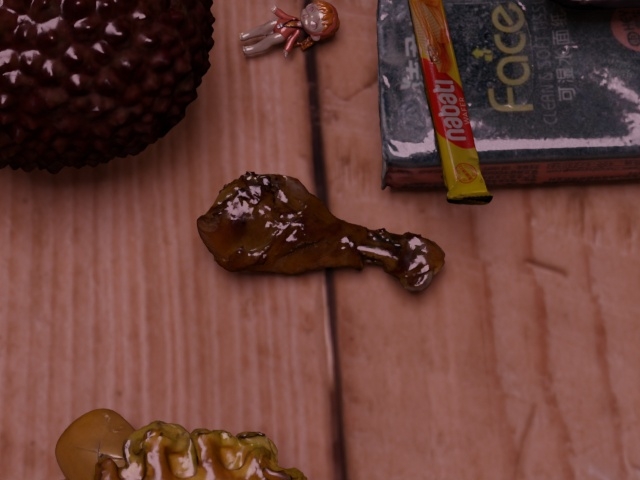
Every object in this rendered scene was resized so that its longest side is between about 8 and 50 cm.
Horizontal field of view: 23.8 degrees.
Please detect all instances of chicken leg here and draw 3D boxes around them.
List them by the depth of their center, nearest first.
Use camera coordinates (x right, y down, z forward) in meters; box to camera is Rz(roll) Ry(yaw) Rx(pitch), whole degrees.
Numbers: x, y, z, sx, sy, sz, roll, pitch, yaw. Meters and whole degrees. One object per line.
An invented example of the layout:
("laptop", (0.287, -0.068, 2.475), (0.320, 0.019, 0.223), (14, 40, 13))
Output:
("chicken leg", (0.000, -0.001, 1.528), (0.251, 0.087, 0.107), (15, 90, 2))

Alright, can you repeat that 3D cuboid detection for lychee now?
("lychee", (-0.260, -0.212, 1.495), (0.330, 0.306, 0.306), (-24, 65, -41))

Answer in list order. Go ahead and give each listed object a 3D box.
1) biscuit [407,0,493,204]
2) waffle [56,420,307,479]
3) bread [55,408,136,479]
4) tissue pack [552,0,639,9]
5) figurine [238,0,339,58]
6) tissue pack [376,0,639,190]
("biscuit", (0.118, -0.168, 1.500), (0.048, 0.026, 0.292), (-3, 68, -21))
("waffle", (-0.117, 0.316, 1.385), (0.325, 0.068, 0.302), (36, 81, 1))
("bread", (-0.203, 0.215, 1.456), (0.082, 0.056, 0.115), (-31, 70, -10))
("tissue pack", (0.315, -0.413, 1.555), (0.210, 0.198, 0.370), (-4, 42, 6))
("figurine", (-0.033, -0.226, 1.634), (0.109, 0.047, 0.064), (-17, 75, 6))
("tissue pack", (0.215, -0.169, 1.566), (0.315, 0.103, 0.228), (-2, 66, 1))
